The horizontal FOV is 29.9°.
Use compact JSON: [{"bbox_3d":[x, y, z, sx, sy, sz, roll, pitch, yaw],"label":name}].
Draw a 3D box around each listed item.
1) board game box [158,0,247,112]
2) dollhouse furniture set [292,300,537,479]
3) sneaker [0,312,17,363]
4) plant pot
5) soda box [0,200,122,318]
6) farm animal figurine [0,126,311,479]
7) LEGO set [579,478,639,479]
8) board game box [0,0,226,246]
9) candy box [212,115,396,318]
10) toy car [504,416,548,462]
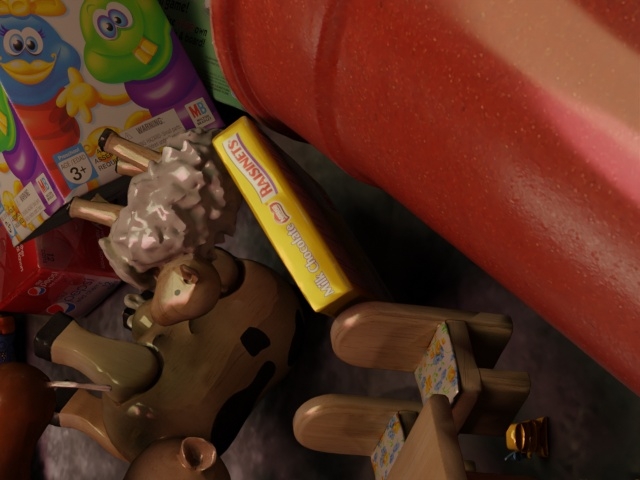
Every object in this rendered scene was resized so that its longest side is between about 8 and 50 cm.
[{"bbox_3d":[-0.093,-0.230,0.943,0.317,0.046,0.214,27,102,47],"label":"board game box"},{"bbox_3d":[0.004,0.178,0.586,0.212,0.161,0.242,-99,22,-46],"label":"dollhouse furniture set"},{"bbox_3d":[-0.361,0.144,1.151,0.221,0.083,0.087,-32,69,44],"label":"sneaker"},{"bbox_3d":[0.135,-0.077,0.529,0.265,0.272,0.272,48,118,32],"label":"plant pot"},{"bbox_3d":[-0.246,-0.068,1.049,0.083,0.092,0.263,-36,59,37],"label":"soda box"},{"bbox_3d":[-0.104,0.136,0.771,0.172,0.330,0.327,21,63,16],"label":"farm animal figurine"},{"bbox_3d":[0.176,0.232,0.461,0.255,0.192,0.331,13,93,48],"label":"LEGO set"},{"bbox_3d":[-0.216,-0.159,0.889,0.275,0.144,0.142,61,149,-2],"label":"board game box"},{"bbox_3d":[0.000,0.000,0.682,0.027,0.206,0.105,-35,77,5],"label":"candy box"},{"bbox_3d":[0.088,0.154,0.684,0.060,0.040,0.122,12,92,48],"label":"toy car"}]
